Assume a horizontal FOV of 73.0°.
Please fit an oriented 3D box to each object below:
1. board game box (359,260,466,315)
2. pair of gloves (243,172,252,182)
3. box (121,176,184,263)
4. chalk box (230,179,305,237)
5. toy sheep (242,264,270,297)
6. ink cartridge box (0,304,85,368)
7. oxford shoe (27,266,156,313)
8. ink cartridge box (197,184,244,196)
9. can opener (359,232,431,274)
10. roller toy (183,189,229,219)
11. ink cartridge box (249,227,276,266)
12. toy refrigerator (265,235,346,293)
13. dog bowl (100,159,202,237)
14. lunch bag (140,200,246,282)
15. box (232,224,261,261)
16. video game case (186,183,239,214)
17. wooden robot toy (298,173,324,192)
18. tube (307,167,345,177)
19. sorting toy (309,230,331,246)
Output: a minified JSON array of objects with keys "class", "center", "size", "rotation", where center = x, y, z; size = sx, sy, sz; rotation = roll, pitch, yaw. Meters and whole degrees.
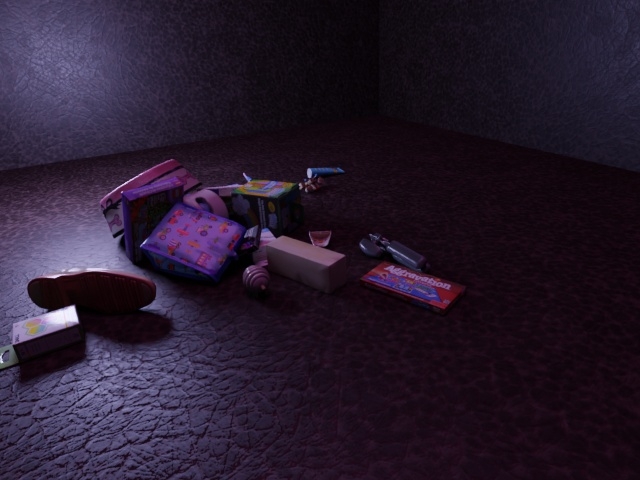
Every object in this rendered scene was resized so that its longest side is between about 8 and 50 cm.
[{"class":"board game box","center":[0.274,0.136,1.305],"size":[0.282,0.027,0.145],"rotation":[17,31,36]},{"class":"pair of gloves","center":[-0.282,-0.220,1.956],"size":[0.023,0.198,0.159],"rotation":[-36,43,-5]},{"class":"box","center":[-0.593,-0.069,1.544],"size":[0.057,0.293,0.201],"rotation":[38,44,24]},{"class":"chalk box","center":[-0.185,-0.129,1.746],"size":[0.289,0.180,0.179],"rotation":[10,29,23]},{"class":"toy sheep","center":[-0.194,0.123,1.322],"size":[0.091,0.091,0.132],"rotation":[-19,30,-29]},{"class":"ink cartridge box","center":[-0.751,0.253,1.148],"size":[0.210,0.062,0.109],"rotation":[-18,30,-27]},{"class":"oxford shoe","center":[-0.672,0.129,1.320],"size":[0.398,0.140,0.146],"rotation":[3,19,8]},{"class":"ink cartridge box","center":[-0.418,-0.211,1.926],"size":[0.224,0.045,0.224],"rotation":[-5,4,-5]},{"class":"can opener","center":[0.249,0.049,1.462],"size":[0.093,0.074,0.280],"rotation":[-50,39,-10]},{"class":"roller toy","center":[-0.472,-0.093,1.688],"size":[0.210,0.190,0.146],"rotation":[14,32,32]},{"class":"ink cartridge box","center":[-0.210,0.023,1.565],"size":[0.104,0.060,0.180],"rotation":[-14,28,-20]},{"class":"toy refrigerator","center":[-0.047,0.072,1.395],"size":[0.270,0.102,0.094],"rotation":[17,32,37]},{"class":"dog bowl","center":[-0.693,-0.180,1.750],"size":[0.408,0.150,0.408],"rotation":[-30,13,8]},{"class":"lunch bag","center":[-0.406,0.012,1.466],"size":[0.294,0.138,0.220],"rotation":[14,54,18]},{"class":"box","center":[-0.283,0.019,1.517],"size":[0.162,0.029,0.116],"rotation":[-25,35,18]},{"class":"video game case","center":[-0.464,-0.182,2.026],"size":[0.270,0.061,0.244],"rotation":[-17,30,-27]},{"class":"wooden robot toy","center":[-0.057,-0.273,2.191],"size":[0.079,0.076,0.173],"rotation":[-29,3,44]},{"class":"tube","center":[0.029,-0.382,2.407],"size":[0.207,0.052,0.080],"rotation":[-10,35,-27]},{"class":"sorting toy","center":[0.000,0.000,1.613],"size":[0.084,0.044,0.075],"rotation":[-3,33,0]}]
